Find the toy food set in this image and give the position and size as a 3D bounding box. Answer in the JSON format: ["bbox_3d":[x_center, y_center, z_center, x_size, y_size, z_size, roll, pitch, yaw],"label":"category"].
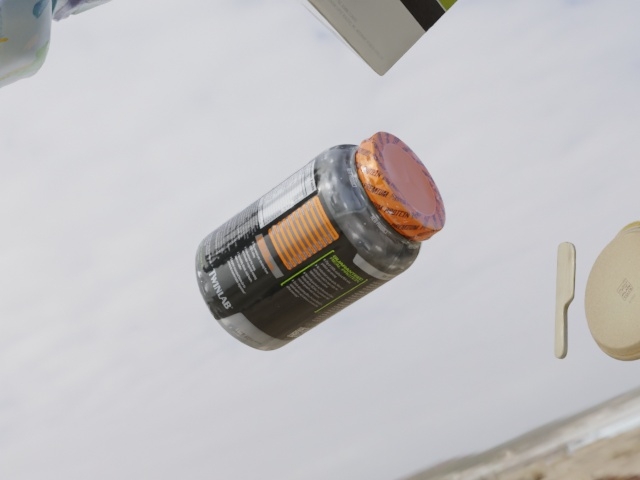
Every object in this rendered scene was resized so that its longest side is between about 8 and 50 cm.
[{"bbox_3d":[0.285,0.043,0.961,0.038,0.132,0.192,15,-18,-25],"label":"toy food set"}]

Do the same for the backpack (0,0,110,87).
[{"bbox_3d":[-0.193,-0.182,0.409,0.273,0.290,0.356,-39,-17,-42],"label":"backpack"}]

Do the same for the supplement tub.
[{"bbox_3d":[0.000,0.000,0.877,0.190,0.117,0.117,-33,-16,27],"label":"supplement tub"}]

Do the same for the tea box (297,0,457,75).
[{"bbox_3d":[0.059,-0.447,1.375,0.323,0.329,0.220,-45,-45,5],"label":"tea box"}]
